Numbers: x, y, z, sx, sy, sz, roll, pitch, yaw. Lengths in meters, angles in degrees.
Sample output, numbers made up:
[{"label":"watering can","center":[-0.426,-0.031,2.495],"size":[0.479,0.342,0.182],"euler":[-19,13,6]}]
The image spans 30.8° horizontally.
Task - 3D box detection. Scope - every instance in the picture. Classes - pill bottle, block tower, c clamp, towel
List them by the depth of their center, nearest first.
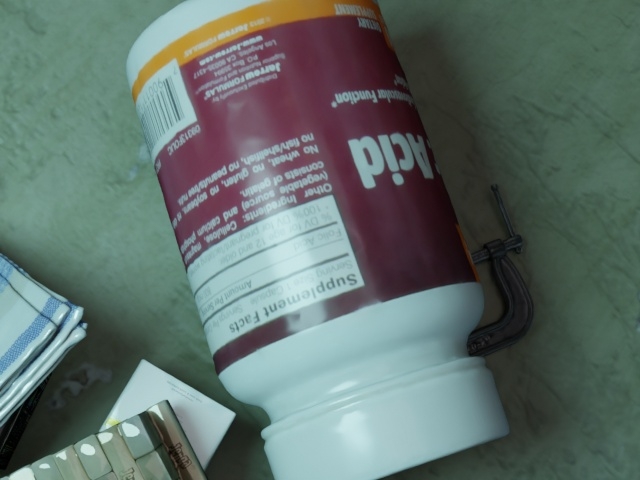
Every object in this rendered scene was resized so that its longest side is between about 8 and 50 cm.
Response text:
[{"label":"block tower","center":[-0.246,0.230,0.847],"size":[0.335,0.097,0.091],"euler":[-27,86,-6]},{"label":"towel","center":[-0.322,0.084,0.907],"size":[0.285,0.034,0.209],"euler":[27,69,43]},{"label":"pill bottle","center":[0.000,0.000,0.949],"size":[0.224,0.224,0.392],"euler":[-17,79,-10]},{"label":"c clamp","center":[0.124,0.044,1.061],"size":[0.160,0.022,0.137],"euler":[-27,86,-13]}]

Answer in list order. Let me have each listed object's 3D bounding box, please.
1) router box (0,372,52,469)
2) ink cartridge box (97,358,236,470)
[{"label":"router box","center":[-0.255,0.135,0.939],"size":[0.038,0.122,0.092],"euler":[25,75,-5]},{"label":"ink cartridge box","center":[-0.144,0.185,0.956],"size":[0.090,0.092,0.143],"euler":[30,77,1]}]
